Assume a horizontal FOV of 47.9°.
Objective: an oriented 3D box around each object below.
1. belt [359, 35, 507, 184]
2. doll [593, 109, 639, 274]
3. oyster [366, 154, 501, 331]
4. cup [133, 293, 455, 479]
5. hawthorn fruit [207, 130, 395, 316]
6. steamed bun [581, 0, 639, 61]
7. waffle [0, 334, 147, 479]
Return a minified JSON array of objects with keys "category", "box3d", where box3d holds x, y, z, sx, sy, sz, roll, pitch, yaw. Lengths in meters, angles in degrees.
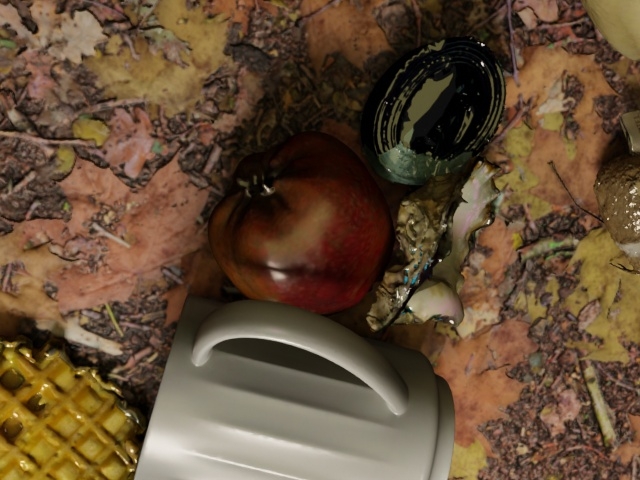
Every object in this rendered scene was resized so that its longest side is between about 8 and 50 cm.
[{"category":"belt","box3d":[0.137,-0.154,0.890,0.151,0.078,0.198,41,90,-15]},{"category":"doll","box3d":[0.413,-0.054,0.920,0.115,0.105,0.221,-12,108,21]},{"category":"oyster","box3d":[0.142,0.012,0.850,0.092,0.198,0.259,16,59,24]},{"category":"cup","box3d":[-0.019,0.188,0.819,0.327,0.236,0.322,16,138,-7]},{"category":"hawthorn fruit","box3d":[0.000,0.000,0.848,0.208,0.208,0.248,-48,123,2]},{"category":"steamed bun","box3d":[0.414,-0.379,0.811,0.372,0.230,0.324,-28,132,-7]},{"category":"waffle","box3d":[-0.336,0.235,0.852,0.281,0.060,0.262,3,66,-32]}]
